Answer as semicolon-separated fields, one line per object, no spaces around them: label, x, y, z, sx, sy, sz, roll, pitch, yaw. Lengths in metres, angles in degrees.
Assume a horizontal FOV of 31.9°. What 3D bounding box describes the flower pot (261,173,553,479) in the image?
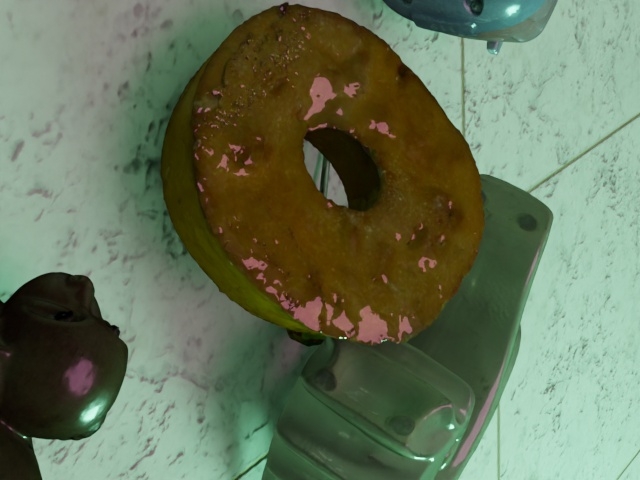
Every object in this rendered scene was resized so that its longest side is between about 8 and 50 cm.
flower pot;0.091;0.127;1.068;0.367;0.164;0.254;-50;161;-36

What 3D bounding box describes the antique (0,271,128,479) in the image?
antique;-0.213;0.136;0.707;0.257;0.143;0.121;-60;140;-27

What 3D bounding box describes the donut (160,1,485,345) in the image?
donut;-0.004;-0.048;0.903;0.278;0.108;0.277;9;75;-33

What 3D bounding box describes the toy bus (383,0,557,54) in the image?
toy bus;0.168;-0.326;1.074;0.232;0.197;0.294;21;82;-65

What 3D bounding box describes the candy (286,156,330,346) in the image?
candy;0.000;0.000;1.059;0.060;0.060;0.201;8;86;-56
